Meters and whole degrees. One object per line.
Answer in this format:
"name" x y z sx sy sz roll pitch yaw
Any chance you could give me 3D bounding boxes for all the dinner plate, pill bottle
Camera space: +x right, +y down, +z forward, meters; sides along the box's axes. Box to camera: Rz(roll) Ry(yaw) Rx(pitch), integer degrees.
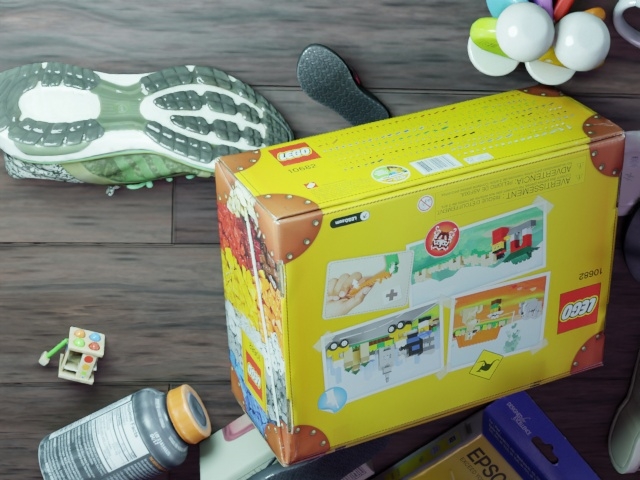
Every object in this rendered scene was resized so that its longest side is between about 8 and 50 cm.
"dinner plate" 0.446 -0.093 1.816 0.141 0.017 0.141 -4 121 -6
"pill bottle" -0.291 0.307 1.896 0.245 0.130 0.130 -26 122 9

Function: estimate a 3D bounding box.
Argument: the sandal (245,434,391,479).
"sandal" -0.013 0.331 1.853 0.254 0.054 0.097 -29 128 -1

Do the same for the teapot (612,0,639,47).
"teapot" 0.461 -0.352 1.552 0.187 0.252 0.256 14 104 12

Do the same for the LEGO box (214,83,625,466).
"LEGO box" 0.135 0.037 1.661 0.500 0.193 0.372 -14 122 -21

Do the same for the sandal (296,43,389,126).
"sandal" 0.026 -0.206 1.680 0.067 0.040 0.179 -33 135 19

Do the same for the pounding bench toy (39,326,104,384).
"pounding bench toy" -0.366 0.163 1.842 0.083 0.052 0.065 15 118 -16

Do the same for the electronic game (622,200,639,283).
"electronic game" 0.561 -0.012 1.863 0.229 0.048 0.229 -4 124 -6

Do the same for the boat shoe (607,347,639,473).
"boat shoe" 0.554 0.243 1.985 0.096 0.116 0.324 2 125 -15

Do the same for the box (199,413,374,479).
"box" -0.055 0.338 1.949 0.232 0.127 0.148 -33 120 13

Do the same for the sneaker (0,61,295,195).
"sneaker" -0.238 -0.129 1.659 0.410 0.158 0.182 6 152 -14

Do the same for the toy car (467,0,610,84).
"toy car" 0.284 -0.282 1.616 0.182 0.159 0.136 7 86 -12

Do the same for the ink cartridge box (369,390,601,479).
"ink cartridge box" 0.286 0.426 2.088 0.307 0.072 0.303 -34 119 16
